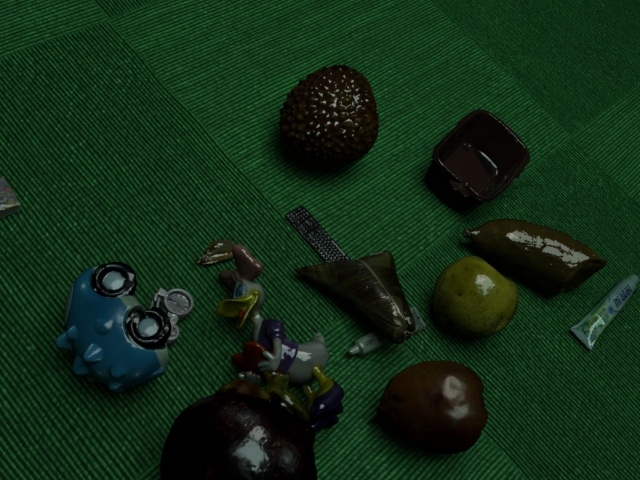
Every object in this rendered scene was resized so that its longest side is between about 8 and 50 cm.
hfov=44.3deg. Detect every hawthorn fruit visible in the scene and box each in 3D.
[{"bbox_3d":[0.226,0.360,1.672,0.248,0.208,0.208,-11,61,0],"label":"hawthorn fruit"}]

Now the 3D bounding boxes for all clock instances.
[{"bbox_3d":[-0.321,0.156,1.660,0.087,0.041,0.129,22,48,-13],"label":"clock"}]

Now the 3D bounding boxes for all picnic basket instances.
[{"bbox_3d":[0.417,-0.204,2.138,0.222,0.129,0.297,43,54,6],"label":"picnic basket"}]

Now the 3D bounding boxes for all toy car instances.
[{"bbox_3d":[-0.409,0.178,1.522,0.190,0.188,0.255,-31,75,-26],"label":"toy car"}]

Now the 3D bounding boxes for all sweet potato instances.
[{"bbox_3d":[0.545,0.026,2.032,0.369,0.158,0.158,27,53,2],"label":"sweet potato"}]

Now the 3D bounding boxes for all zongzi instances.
[{"bbox_3d":[0.081,0.144,1.780,0.241,0.111,0.248,-6,47,-14],"label":"zongzi"}]

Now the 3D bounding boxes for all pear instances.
[{"bbox_3d":[0.361,0.141,1.864,0.197,0.197,0.197,10,56,-16],"label":"pear"}]

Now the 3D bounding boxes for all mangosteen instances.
[{"bbox_3d":[-0.134,0.410,1.429,0.313,0.297,0.297,-5,57,-57],"label":"mangosteen"}]

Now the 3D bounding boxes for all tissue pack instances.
[{"bbox_3d":[-0.686,-0.091,1.674,0.063,0.035,0.083,-26,72,-33],"label":"tissue pack"}]

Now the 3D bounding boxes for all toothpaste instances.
[{"bbox_3d":[0.152,0.216,1.819,0.233,0.038,0.060,-21,72,-35],"label":"toothpaste"},{"bbox_3d":[0.763,0.180,2.087,0.297,0.048,0.075,-37,80,-32],"label":"toothpaste"}]

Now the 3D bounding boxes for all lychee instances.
[{"bbox_3d":[0.021,-0.309,1.977,0.267,0.267,0.268,10,56,-16],"label":"lychee"}]

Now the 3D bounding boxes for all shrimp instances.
[{"bbox_3d":[-0.240,0.025,1.791,0.108,0.023,0.059,-15,56,-29],"label":"shrimp"}]

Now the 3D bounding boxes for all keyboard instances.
[{"bbox_3d":[0.000,0.000,1.908,0.061,0.013,0.204,-33,75,-35],"label":"keyboard"}]

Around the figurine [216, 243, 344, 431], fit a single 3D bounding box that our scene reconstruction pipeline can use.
[{"bbox_3d":[-0.089,0.209,1.653,0.421,0.154,0.193,46,49,8],"label":"figurine"}]
